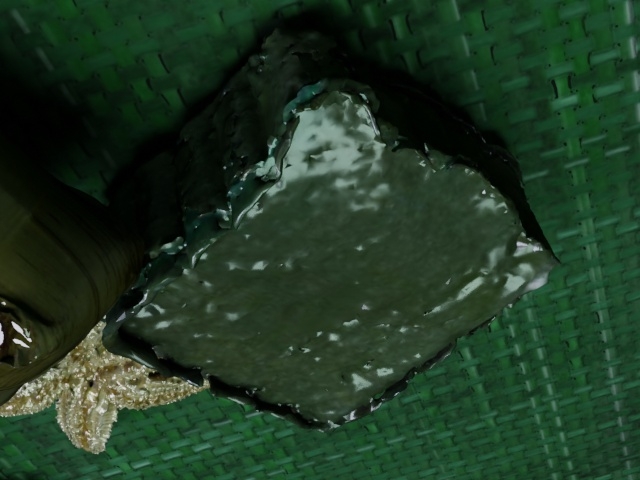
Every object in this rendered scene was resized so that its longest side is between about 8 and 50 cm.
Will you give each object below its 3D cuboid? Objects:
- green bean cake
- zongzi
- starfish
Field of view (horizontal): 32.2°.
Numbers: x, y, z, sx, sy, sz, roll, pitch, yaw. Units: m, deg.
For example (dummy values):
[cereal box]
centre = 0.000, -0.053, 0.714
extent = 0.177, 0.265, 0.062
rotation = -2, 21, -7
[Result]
[green bean cake]
centre = 0.000, 0.000, 0.757
extent = 0.241, 0.132, 0.255
rotation = 28, 122, -32
[zongzi]
centre = -0.286, 0.004, 0.692
extent = 0.274, 0.145, 0.300
rotation = 44, 138, -9
[starfish]
centre = -0.178, 0.111, 0.898
extent = 0.238, 0.071, 0.216
rotation = -8, 133, 7
